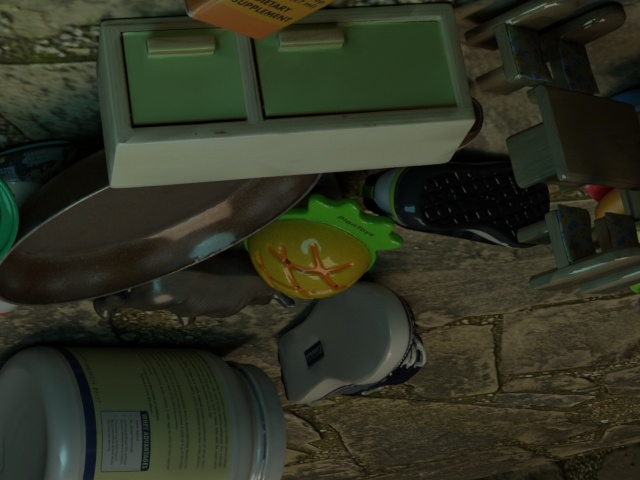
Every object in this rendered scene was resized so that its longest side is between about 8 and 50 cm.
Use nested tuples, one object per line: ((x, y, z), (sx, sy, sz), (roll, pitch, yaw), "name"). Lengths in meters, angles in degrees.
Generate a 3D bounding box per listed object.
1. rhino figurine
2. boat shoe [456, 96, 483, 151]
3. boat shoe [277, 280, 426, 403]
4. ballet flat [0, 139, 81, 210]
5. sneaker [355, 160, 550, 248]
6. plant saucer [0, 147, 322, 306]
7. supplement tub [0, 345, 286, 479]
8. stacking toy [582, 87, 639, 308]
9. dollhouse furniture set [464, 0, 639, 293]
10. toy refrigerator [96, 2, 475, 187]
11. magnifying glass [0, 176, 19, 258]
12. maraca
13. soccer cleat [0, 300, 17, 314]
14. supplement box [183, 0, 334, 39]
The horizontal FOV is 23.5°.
((-0.115, 0.049, 1.644), (0.243, 0.073, 0.106), (5, 160, -41), "rhino figurine")
((0.062, -0.107, 1.278), (0.178, 0.064, 0.060), (3, 160, -25), "boat shoe")
((0.073, 0.119, 1.897), (0.158, 0.127, 0.340), (-8, 171, -24), "boat shoe")
((-0.292, -0.036, 1.316), (0.188, 0.070, 0.070), (-12, 161, 7), "ballet flat")
((0.132, -0.044, 1.520), (0.234, 0.084, 0.097), (10, 177, -43), "sneaker")
((-0.146, -0.030, 1.341), (0.310, 0.050, 0.310), (-22, 165, -6), "plant saucer")
((-0.230, 0.251, 1.924), (0.324, 0.235, 0.235), (4, 158, -34), "supplement tub")
((0.336, 0.020, 1.410), (0.165, 0.302, 0.175), (4, 157, -34), "stacking toy")
((0.263, -0.082, 1.215), (0.161, 0.212, 0.242), (-22, 164, 37), "dollhouse furniture set")
((-0.028, -0.112, 1.162), (0.269, 0.102, 0.094), (-5, 161, -12), "toy refrigerator")
((-0.343, -0.045, 1.183), (0.231, 0.092, 0.026), (24, -177, -20), "magnifying glass")
((0.000, 0.000, 1.498), (0.127, 0.099, 0.185), (24, 152, -25), "maraca")
((-0.306, 0.019, 1.448), (0.095, 0.083, 0.248), (-23, 171, -13), "soccer cleat")
((0.019, -0.207, 0.941), (0.233, 0.080, 0.078), (-25, 158, 33), "supplement box")
